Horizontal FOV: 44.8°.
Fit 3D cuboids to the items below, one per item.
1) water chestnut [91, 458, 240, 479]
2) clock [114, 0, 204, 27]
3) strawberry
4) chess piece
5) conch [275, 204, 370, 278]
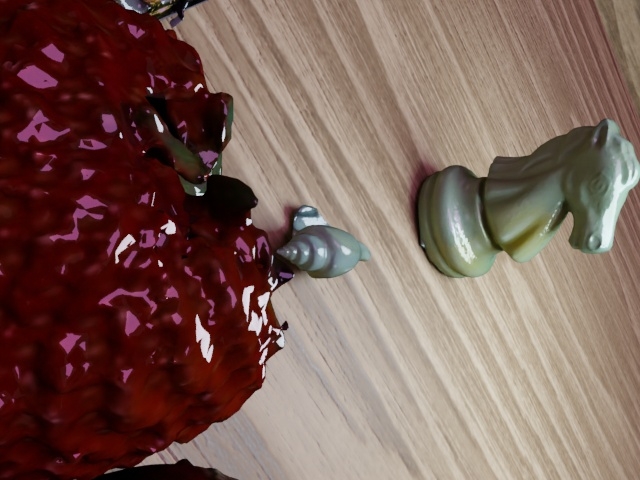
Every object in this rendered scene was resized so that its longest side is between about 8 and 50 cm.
[{"bbox_3d":[-0.149,0.275,0.443,0.347,0.335,0.335,33,48,-4],"label":"water chestnut"},{"bbox_3d":[-0.195,-0.315,0.717,0.186,0.083,0.253,-44,114,-48],"label":"clock"},{"bbox_3d":[-0.213,0.005,0.470,0.351,0.267,0.312,-17,82,-21],"label":"strawberry"},{"bbox_3d":[0.300,-0.052,1.094,0.176,0.298,0.175,24,58,-46],"label":"chess piece"},{"bbox_3d":[-0.002,0.007,0.891,0.180,0.088,0.065,1,122,-58],"label":"conch"}]
